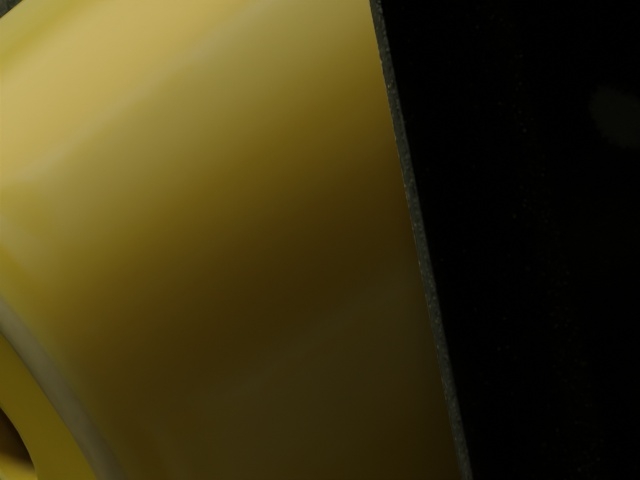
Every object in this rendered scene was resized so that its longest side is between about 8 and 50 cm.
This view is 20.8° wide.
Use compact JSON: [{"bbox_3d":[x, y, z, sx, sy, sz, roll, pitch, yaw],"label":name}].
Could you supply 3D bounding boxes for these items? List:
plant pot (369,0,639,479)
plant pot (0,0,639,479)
[{"bbox_3d":[0.123,-0.032,0.309,0.167,0.188,0.187,-8,-10,-19],"label":"plant pot"},{"bbox_3d":[0.000,0.000,0.479,0.239,0.254,0.254,-33,1,-32],"label":"plant pot"}]
